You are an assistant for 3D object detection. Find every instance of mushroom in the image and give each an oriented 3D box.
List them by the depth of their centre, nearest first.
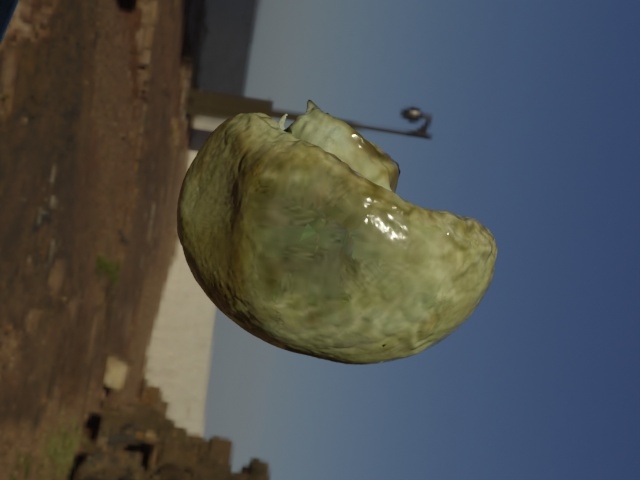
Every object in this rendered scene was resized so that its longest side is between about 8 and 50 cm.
[{"bbox_3d":[-0.007,0.005,0.837,0.190,0.267,0.164,-55,172,10],"label":"mushroom"}]

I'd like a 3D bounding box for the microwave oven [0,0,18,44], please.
[{"bbox_3d":[-0.329,-0.176,0.346,0.394,0.332,0.247,59,41,-51],"label":"microwave oven"}]
